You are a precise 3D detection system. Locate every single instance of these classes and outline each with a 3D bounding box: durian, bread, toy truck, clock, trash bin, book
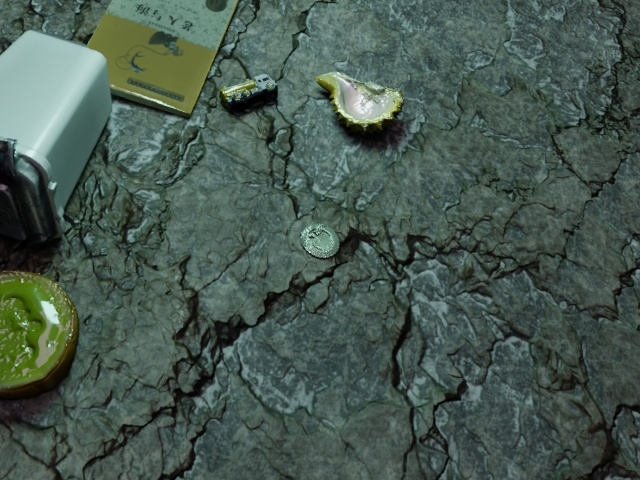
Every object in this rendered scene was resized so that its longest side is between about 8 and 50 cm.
[{"bbox_3d":[0.078,-0.305,1.540,0.224,0.078,0.140,33,75,22],"label":"durian"},{"bbox_3d":[-0.537,0.162,1.208,0.236,0.070,0.236,3,63,-6],"label":"bread"},{"bbox_3d":[-0.159,-0.325,1.527,0.123,0.052,0.063,-23,62,-17],"label":"toy truck"},{"bbox_3d":[0.000,0.000,1.401,0.083,0.010,0.074,43,65,14],"label":"clock"},{"bbox_3d":[-0.552,-0.216,1.293,0.255,0.296,0.368,17,56,3],"label":"trash bin"},{"bbox_3d":[-0.362,-0.472,1.578,0.268,0.032,0.389,17,63,-4],"label":"book"}]
